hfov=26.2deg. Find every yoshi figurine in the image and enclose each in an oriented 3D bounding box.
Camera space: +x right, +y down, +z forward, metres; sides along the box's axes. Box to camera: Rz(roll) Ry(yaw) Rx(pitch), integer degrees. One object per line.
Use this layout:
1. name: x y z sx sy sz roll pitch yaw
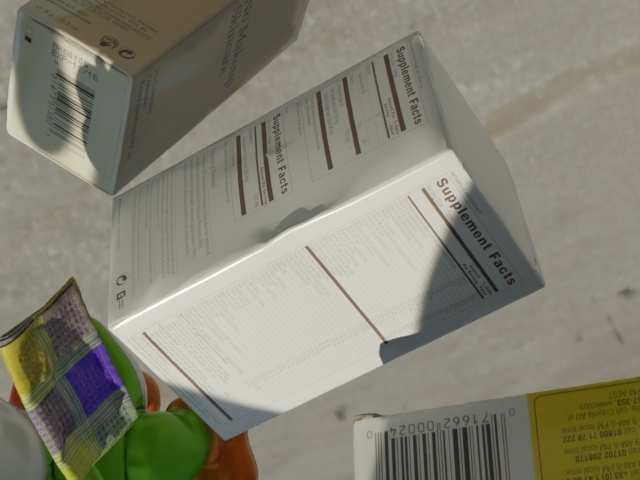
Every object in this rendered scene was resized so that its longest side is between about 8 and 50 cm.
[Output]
1. yoshi figurine: -0.203 0.196 0.979 0.203 0.203 0.362 -47 159 22

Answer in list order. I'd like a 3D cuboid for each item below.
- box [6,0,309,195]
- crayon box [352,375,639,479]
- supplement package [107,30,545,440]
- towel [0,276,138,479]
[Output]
1. box: -0.134 -0.194 1.240 0.311 0.121 0.148 -47 163 -41
2. crayon box: 0.124 0.243 0.758 0.202 0.318 0.081 -10 147 17
3. supplement package: 0.000 0.000 0.900 0.244 0.133 0.139 -27 128 15
4. towel: -0.116 0.065 0.638 0.009 0.083 0.060 -8 -158 32
